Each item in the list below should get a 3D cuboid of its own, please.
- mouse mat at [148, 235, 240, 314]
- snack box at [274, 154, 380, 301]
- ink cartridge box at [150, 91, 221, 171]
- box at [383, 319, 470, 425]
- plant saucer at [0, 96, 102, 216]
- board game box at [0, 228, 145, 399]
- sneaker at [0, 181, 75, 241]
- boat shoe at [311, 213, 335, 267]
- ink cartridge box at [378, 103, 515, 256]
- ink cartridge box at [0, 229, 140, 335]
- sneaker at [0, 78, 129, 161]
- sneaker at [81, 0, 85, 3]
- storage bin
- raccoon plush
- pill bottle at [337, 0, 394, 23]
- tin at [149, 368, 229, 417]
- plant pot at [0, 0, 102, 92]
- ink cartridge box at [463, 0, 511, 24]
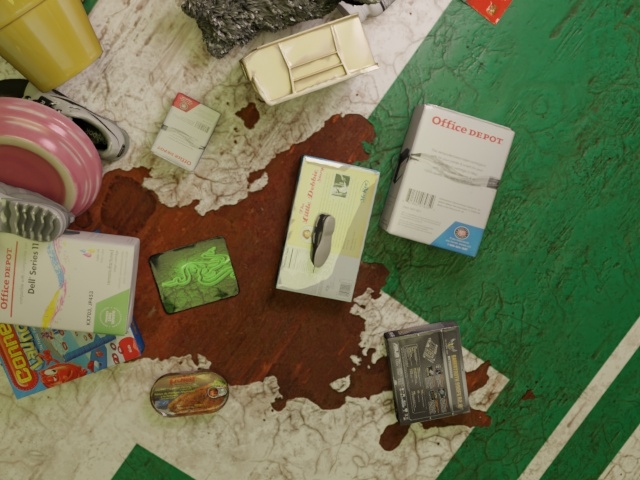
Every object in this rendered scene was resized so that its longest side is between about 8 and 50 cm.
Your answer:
[{"bbox_3d":[-0.301,0.084,1.903,0.189,0.007,0.152,-16,100,-4],"label":"mouse mat"},{"bbox_3d":[0.014,-0.028,1.892,0.187,0.060,0.322,12,97,-8],"label":"snack box"},{"bbox_3d":[-0.307,-0.247,1.823,0.109,0.063,0.150,26,95,-10],"label":"ink cartridge box"},{"bbox_3d":[0.264,0.327,1.975,0.183,0.056,0.231,-11,100,-5],"label":"box"},{"bbox_3d":[-0.640,-0.147,1.705,0.332,0.084,0.332,1,134,1],"label":"plant saucer"},{"bbox_3d":[-0.605,0.170,1.842,0.302,0.086,0.308,-20,100,-3],"label":"board game box"},{"bbox_3d":[-0.649,-0.065,1.658,0.281,0.115,0.105,22,102,5],"label":"sneaker"},{"bbox_3d":[0.000,0.000,1.844,0.046,0.038,0.125,-2,109,-48],"label":"boat shoe"},{"bbox_3d":[0.291,-0.142,1.870,0.223,0.129,0.307,16,97,-8],"label":"ink cartridge box"},{"bbox_3d":[-0.584,0.080,1.726,0.353,0.119,0.207,6,99,-7],"label":"ink cartridge box"},{"bbox_3d":[-0.588,-0.269,1.751,0.330,0.146,0.122,20,97,-7],"label":"sneaker"},{"bbox_3d":[-0.556,-0.554,1.766,0.083,0.031,0.035,29,95,-9],"label":"sneaker"},{"bbox_3d":[-0.035,-0.387,1.726,0.260,0.262,0.123,-20,104,-3],"label":"storage bin"},{"bbox_3d":[-0.100,-0.506,1.639,0.299,0.446,0.216,-38,114,-13],"label":"raccoon plush"},{"bbox_3d":[0.128,-0.576,1.798,0.193,0.108,0.108,-43,100,1],"label":"pill bottle"},{"bbox_3d":[-0.316,0.368,1.930,0.189,0.040,0.106,-4,103,-6],"label":"tin"},{"bbox_3d":[-0.595,-0.456,1.681,0.254,0.254,0.239,-34,115,0],"label":"plant pot"},{"bbox_3d":[0.373,-0.647,1.842,0.232,0.066,0.189,35,93,-6],"label":"ink cartridge box"}]
